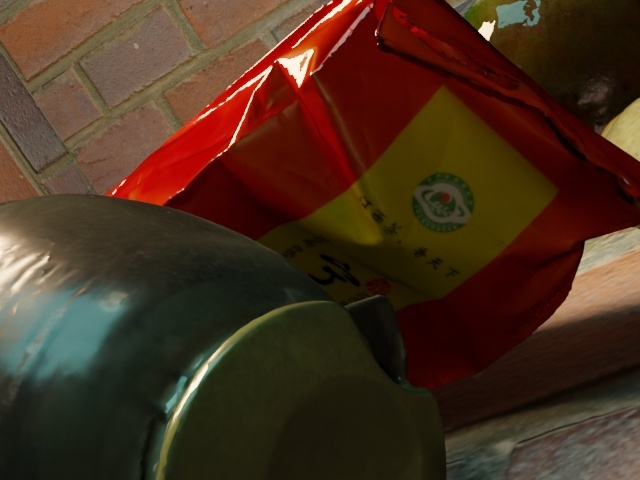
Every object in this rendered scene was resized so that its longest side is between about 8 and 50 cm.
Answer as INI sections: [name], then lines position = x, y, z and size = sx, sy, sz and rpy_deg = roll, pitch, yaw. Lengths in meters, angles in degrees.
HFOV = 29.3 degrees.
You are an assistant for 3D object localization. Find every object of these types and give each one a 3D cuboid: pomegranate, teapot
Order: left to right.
[teapot]
position = -0.096, 0.115, 0.501
size = 0.239, 0.240, 0.321
rpy_deg = -2, 26, 48
[pomegranate]
position = 0.169, -0.117, 0.881
size = 0.180, 0.180, 0.210
rpy_deg = -30, 21, 15

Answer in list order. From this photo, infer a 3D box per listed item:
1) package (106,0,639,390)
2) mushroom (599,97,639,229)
[package]
position = -0.001, 0.001, 0.691
size = 0.423, 0.196, 0.123
rpy_deg = -34, 21, 49
[mushroom]
position = 0.219, -0.028, 0.612
size = 0.107, 0.087, 0.333
rpy_deg = -33, 14, 1
